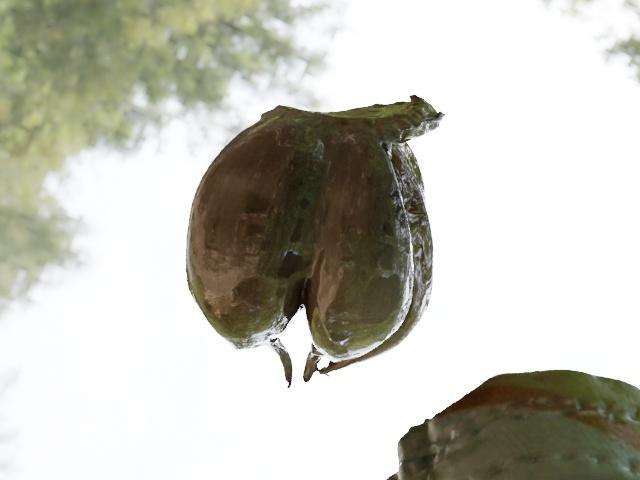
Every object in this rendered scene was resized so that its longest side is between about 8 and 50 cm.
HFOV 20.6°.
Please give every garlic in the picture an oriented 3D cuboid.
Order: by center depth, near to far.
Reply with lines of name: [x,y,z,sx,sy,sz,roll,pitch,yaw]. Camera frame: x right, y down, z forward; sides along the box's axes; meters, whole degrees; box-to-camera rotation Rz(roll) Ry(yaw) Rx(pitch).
garlic: [0.000,0.000,1.562,0.237,0.210,0.292,-9,112,-81]

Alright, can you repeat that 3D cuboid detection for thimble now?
thimble: [0.194,0.242,1.435,0.254,0.288,0.167,-56,-162,33]
